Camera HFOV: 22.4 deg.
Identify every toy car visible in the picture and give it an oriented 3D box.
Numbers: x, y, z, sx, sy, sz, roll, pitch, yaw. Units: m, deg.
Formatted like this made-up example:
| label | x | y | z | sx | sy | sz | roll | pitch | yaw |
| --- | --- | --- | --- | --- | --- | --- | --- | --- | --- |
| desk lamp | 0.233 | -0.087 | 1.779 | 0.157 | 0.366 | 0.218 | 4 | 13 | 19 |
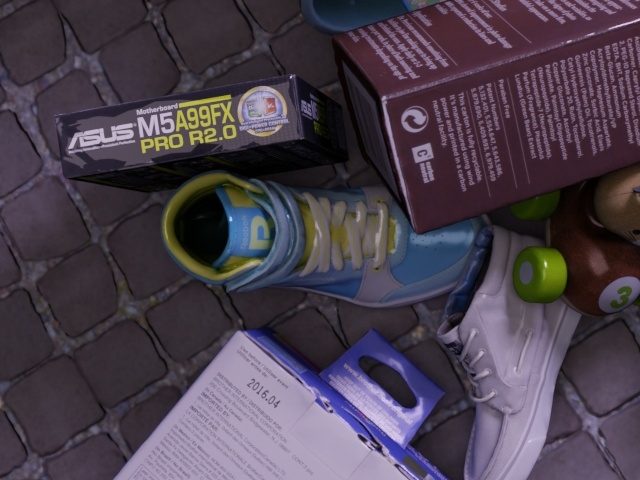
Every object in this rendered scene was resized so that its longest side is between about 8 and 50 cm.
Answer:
| label | x | y | z | sx | sy | sz | roll | pitch | yaw |
| --- | --- | --- | --- | --- | --- | --- | --- | --- | --- |
| toy car | 0.282 | -0.018 | 1.427 | 0.155 | 0.188 | 0.149 | 3 | 77 | -28 |

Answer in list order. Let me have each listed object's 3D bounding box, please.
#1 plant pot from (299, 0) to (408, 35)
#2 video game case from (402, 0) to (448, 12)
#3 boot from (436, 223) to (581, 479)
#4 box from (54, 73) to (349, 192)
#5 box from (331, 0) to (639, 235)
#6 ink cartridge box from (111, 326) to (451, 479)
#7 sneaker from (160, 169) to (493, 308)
| label | x | y | z | sx | sy | sz | roll | pitch | yaw |
| --- | --- | --- | --- | --- | --- | --- | --- | --- | --- |
| plant pot | 0.064 | -0.416 | 1.467 | 0.341 | 0.341 | 0.334 | -29 | 76 | 7 |
| video game case | 0.156 | -0.205 | 1.520 | 0.119 | 0.166 | 0.015 | -29 | 49 | 7 |
| boot | 0.156 | 0.115 | 1.513 | 0.123 | 0.095 | 0.258 | 21 | 83 | -23 |
| box | -0.100 | -0.094 | 1.495 | 0.216 | 0.270 | 0.060 | -8 | 87 | 10 |
| box | 0.221 | -0.151 | 1.427 | 0.381 | 0.191 | 0.143 | -19 | 116 | -4 |
| ink cartridge box | -0.047 | 0.266 | 1.533 | 0.270 | 0.151 | 0.395 | 41 | 96 | 8 |
| sneaker | 0.000 | 0.000 | 1.506 | 0.319 | 0.208 | 0.127 | -2 | 87 | 8 |
